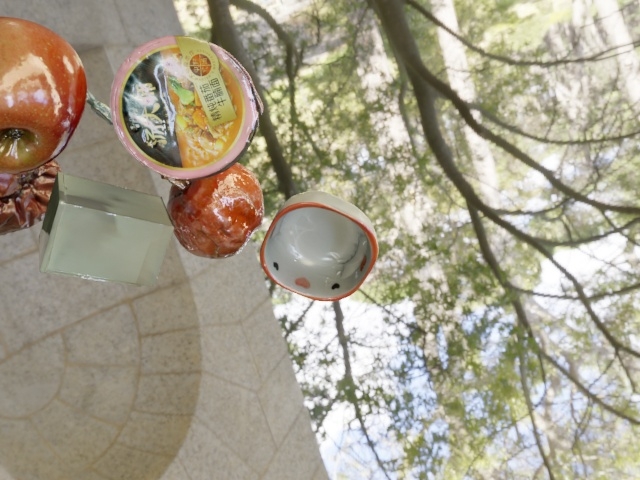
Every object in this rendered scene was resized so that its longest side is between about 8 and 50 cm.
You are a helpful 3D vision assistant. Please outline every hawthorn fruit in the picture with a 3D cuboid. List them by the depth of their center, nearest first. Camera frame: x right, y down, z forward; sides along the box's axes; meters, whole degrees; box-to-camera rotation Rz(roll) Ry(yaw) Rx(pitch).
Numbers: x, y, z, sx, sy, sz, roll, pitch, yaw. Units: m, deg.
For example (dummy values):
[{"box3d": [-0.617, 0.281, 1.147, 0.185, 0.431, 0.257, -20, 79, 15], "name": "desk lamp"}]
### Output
[{"box3d": [-0.268, -0.093, 1.390, 0.241, 0.271, 0.242, -21, -132, 25], "name": "hawthorn fruit"}]

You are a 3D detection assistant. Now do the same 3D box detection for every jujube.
[{"box3d": [-0.649, -0.119, 1.193, 0.212, 0.213, 0.232, -14, 179, 17], "name": "jujube"}]

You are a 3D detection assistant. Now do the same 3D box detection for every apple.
[{"box3d": [-0.377, -0.176, 0.735, 0.180, 0.168, 0.181, -20, 148, -13], "name": "apple"}]

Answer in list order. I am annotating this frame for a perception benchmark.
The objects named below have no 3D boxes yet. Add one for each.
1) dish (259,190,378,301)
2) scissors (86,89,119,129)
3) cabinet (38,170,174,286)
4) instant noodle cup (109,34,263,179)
[{"box3d": [0.000, 0.000, 1.294, 0.256, 0.256, 0.117, -15, -149, 15], "name": "dish"}, {"box3d": [-0.603, -0.356, 1.719, 0.041, 0.138, 0.289, -45, 171, -3], "name": "scissors"}, {"box3d": [-0.412, -0.016, 1.148, 0.206, 0.150, 0.145, 13, -159, -31], "name": "cabinet"}, {"box3d": [-0.241, -0.244, 1.081, 0.243, 0.244, 0.255, -19, -161, -6], "name": "instant noodle cup"}]
